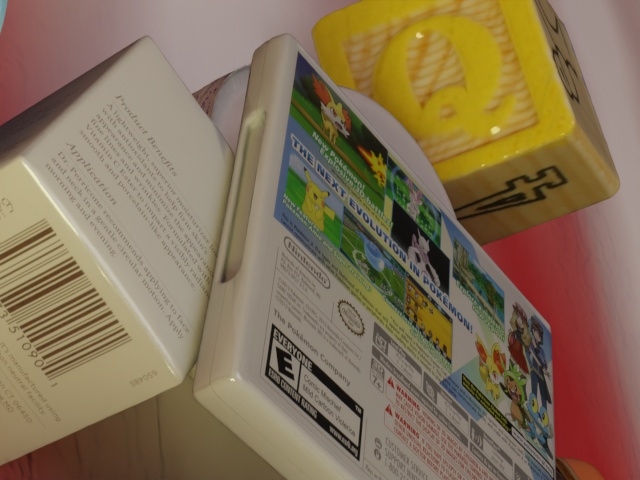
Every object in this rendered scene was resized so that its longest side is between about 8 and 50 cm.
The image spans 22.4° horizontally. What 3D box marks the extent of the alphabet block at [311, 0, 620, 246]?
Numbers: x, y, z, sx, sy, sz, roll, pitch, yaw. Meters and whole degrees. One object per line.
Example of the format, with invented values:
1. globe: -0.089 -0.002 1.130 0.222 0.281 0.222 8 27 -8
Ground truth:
1. alphabet block: 0.131 -0.115 1.422 0.197 0.193 0.192 34 35 -64

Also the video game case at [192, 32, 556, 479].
1. video game case: 0.052 0.073 1.016 0.329 0.036 0.300 46 33 -31

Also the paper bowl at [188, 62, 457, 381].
1. paper bowl: 0.000 0.000 1.192 0.284 0.148 0.284 39 36 -36

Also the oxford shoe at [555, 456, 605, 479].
1. oxford shoe: 0.156 0.227 1.168 0.133 0.130 0.364 16 0 -6

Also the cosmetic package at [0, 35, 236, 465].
1. cosmetic package: -0.144 0.004 0.937 0.151 0.151 0.183 57 29 -14

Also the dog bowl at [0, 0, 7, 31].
1. dog bowl: -0.247 -0.164 0.907 0.074 0.166 0.297 23 47 -36
